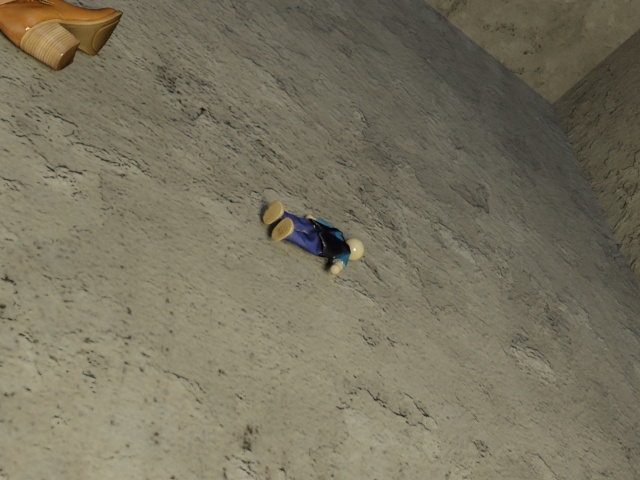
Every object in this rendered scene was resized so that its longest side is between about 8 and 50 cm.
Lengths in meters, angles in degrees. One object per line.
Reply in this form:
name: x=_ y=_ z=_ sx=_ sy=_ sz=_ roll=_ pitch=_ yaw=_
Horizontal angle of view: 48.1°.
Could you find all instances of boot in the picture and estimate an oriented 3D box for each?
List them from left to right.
boot: x=-0.373 y=-0.323 z=0.991 sx=0.152 sy=0.073 sz=0.197 roll=38 pitch=30 yaw=-7

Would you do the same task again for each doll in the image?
doll: x=0.000 y=0.000 z=1.096 sx=0.189 sy=0.046 sz=0.129 roll=20 pitch=31 yaw=-46
